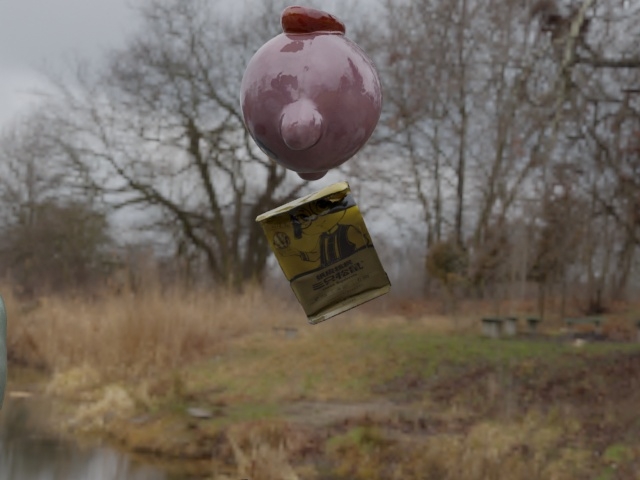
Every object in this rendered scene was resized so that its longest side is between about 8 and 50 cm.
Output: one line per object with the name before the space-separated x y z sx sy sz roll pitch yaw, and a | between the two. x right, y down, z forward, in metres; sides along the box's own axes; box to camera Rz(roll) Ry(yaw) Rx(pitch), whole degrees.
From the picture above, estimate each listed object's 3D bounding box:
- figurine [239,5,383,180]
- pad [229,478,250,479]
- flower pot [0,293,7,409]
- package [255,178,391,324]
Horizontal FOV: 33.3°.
figurine | -0.012 -0.161 1.238 0.173 0.173 0.173 4 -3 0
pad | -0.058 0.268 0.735 0.170 0.245 0.006 -14 18 38
flower pot | -0.320 0.070 0.648 0.246 0.246 0.195 1 -5 42
package | 0.000 0.000 0.768 0.071 0.047 0.131 -24 -42 3
